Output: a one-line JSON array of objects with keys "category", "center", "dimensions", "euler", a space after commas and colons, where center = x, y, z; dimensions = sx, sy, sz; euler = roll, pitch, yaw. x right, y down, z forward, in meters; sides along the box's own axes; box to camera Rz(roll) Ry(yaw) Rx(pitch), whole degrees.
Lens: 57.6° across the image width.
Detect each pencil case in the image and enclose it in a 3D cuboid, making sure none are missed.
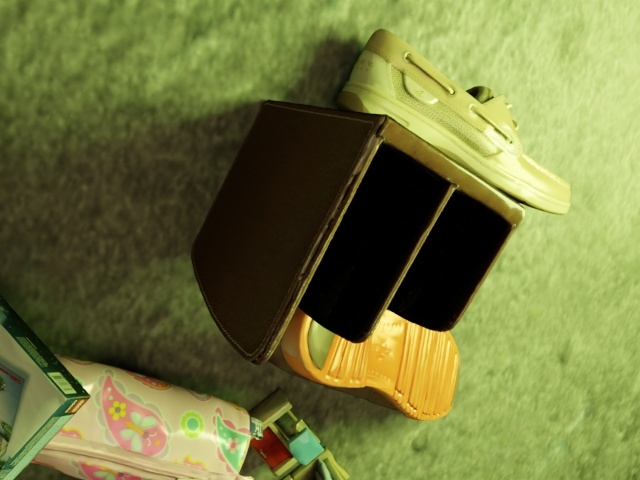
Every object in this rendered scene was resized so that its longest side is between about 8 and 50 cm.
[{"category": "pencil case", "center": [-0.212, 0.211, 0.640], "dimensions": [0.284, 0.124, 0.124], "euler": [26, 94, -24]}]

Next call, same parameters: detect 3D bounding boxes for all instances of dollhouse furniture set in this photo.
[{"category": "dollhouse furniture set", "center": [-0.035, 0.317, 0.730], "dimensions": [0.129, 0.129, 0.184], "euler": [-37, 115, -9]}]

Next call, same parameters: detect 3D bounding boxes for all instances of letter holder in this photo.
[{"category": "letter holder", "center": [0.000, 0.000, 0.564], "dimensions": [0.152, 0.302, 0.214], "euler": [27, 93, -25]}]

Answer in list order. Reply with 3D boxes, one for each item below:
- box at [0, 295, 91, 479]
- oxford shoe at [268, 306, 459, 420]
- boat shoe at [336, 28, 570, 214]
[{"category": "box", "center": [-0.347, 0.121, 0.530], "dimensions": [0.233, 0.044, 0.159], "euler": [42, 87, 13]}, {"category": "oxford shoe", "center": [0.058, 0.140, 0.738], "dimensions": [0.363, 0.132, 0.130], "euler": [32, 67, -42]}, {"category": "boat shoe", "center": [0.187, -0.131, 0.702], "dimensions": [0.341, 0.121, 0.110], "euler": [24, 95, -24]}]
